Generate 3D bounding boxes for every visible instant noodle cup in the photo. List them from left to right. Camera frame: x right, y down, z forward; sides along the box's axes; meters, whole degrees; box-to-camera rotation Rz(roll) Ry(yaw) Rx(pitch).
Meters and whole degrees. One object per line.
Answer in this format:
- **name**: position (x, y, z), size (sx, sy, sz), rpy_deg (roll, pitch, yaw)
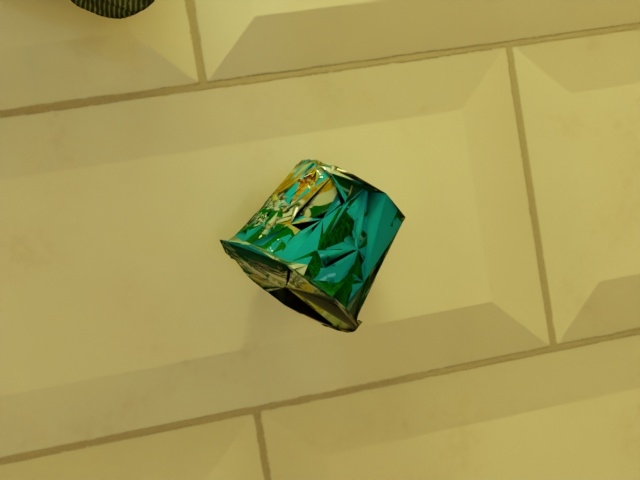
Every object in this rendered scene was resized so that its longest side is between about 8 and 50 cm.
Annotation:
- **instant noodle cup**: position (0.000, 0.000, 1.725), size (0.240, 0.240, 0.178), rpy_deg (35, 76, -12)

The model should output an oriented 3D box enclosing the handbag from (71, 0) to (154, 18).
- **handbag**: position (-0.324, -0.485, 1.616), size (0.240, 0.247, 0.340), rpy_deg (7, 99, -12)
